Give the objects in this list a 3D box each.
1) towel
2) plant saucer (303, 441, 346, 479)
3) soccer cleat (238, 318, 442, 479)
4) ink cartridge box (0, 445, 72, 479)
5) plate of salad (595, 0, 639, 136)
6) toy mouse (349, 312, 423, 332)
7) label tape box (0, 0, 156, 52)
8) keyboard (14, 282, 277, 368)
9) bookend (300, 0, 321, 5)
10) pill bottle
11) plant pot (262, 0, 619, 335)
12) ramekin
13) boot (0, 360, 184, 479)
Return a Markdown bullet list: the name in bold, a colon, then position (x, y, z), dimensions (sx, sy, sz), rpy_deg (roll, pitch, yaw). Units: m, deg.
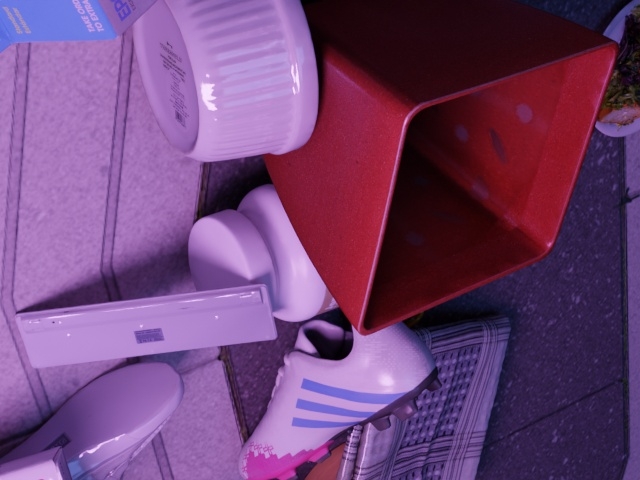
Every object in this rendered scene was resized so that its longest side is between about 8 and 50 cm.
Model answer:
- **towel**: position (0.130, 0.258, 1.712), dimensions (0.312, 0.056, 0.324), rpy_deg (-3, 112, -56)
- **plant saucer**: position (0.046, 0.352, 1.769), dimensions (0.200, 0.037, 0.200), rpy_deg (-19, 124, -31)
- **soccer cleat**: position (-0.003, 0.169, 1.524), dimensions (0.331, 0.143, 0.116), rpy_deg (-36, 180, 41)
- **ink cartridge box**: position (-0.326, 0.298, 1.306), dimensions (0.191, 0.082, 0.139), rpy_deg (-17, 93, -6)
- **plate of salad**: position (0.425, -0.227, 1.759), dimensions (0.200, 0.048, 0.200), rpy_deg (-19, 124, -31)
- **toy mouse**: position (0.063, 0.105, 1.647), dimensions (0.143, 0.031, 0.161), rpy_deg (-41, 134, -16)
- **label tape box**: position (-0.205, -0.297, 1.097), dimensions (0.333, 0.106, 0.240), rpy_deg (-48, 142, -20)
- **keyboard**: position (-0.175, 0.087, 1.349), dimensions (0.256, 0.014, 0.072), rpy_deg (-7, 131, 4)
- **bookend**: position (0.008, -0.292, 1.350), dimensions (0.157, 0.072, 0.156), rpy_deg (-26, 128, -28)
- **pill bottle**: position (0.000, 0.000, 1.450), dimensions (0.265, 0.153, 0.153), rpy_deg (-19, 124, -31)
- **plant pot**: position (0.089, -0.113, 1.316), dimensions (0.267, 0.236, 0.267), rpy_deg (-20, 139, -32)
- **ramekin**: position (-0.095, -0.170, 1.244), dimensions (0.109, 0.207, 0.207), rpy_deg (-18, 124, -22)
- **boot**: position (-0.244, 0.241, 1.434), dimensions (0.258, 0.095, 0.123), rpy_deg (-34, 138, -10)
